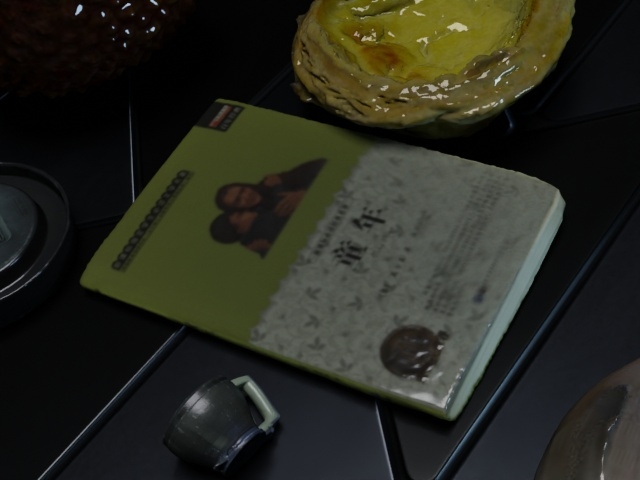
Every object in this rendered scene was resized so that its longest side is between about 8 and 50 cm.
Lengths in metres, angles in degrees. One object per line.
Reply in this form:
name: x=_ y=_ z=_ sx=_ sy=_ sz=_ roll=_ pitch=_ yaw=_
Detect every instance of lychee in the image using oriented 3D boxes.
lychee: x=-0.263 y=-0.273 z=1.017 sx=0.304 sy=0.275 sz=0.275 roll=-5 pitch=47 yaw=-10

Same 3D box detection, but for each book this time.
book: x=0.000 y=0.000 z=0.879 sx=0.352 sy=0.035 sz=0.239 roll=17 pitch=56 yaw=24

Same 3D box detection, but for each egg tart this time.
egg tart: x=0.104 y=-0.184 z=0.989 sx=0.279 sy=0.095 sz=0.279 roll=-9 pitch=44 yaw=9

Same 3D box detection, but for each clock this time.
clock: x=-0.305 y=0.007 z=0.928 sx=0.184 sy=0.040 sz=0.184 roll=-5 pitch=47 yaw=6

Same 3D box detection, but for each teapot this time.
teapot: x=-0.067 y=0.133 z=0.761 sx=0.057 sy=0.066 sz=0.088 roll=40 pitch=40 yaw=15

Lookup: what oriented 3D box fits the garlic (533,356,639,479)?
garlic: x=0.231 y=0.175 z=0.565 sx=0.237 sy=0.210 sz=0.292 roll=-15 pitch=56 yaw=7
